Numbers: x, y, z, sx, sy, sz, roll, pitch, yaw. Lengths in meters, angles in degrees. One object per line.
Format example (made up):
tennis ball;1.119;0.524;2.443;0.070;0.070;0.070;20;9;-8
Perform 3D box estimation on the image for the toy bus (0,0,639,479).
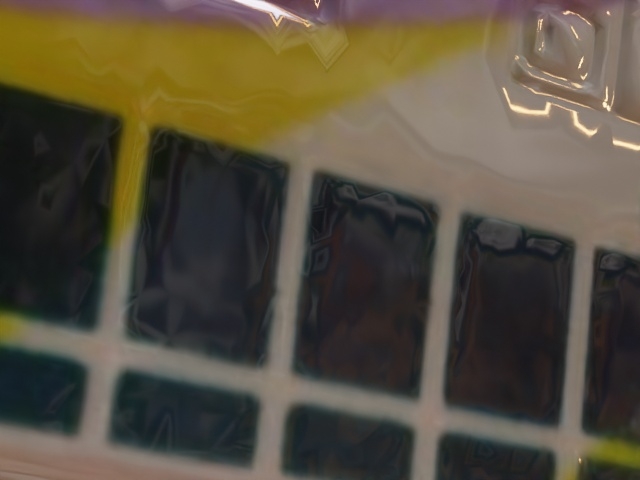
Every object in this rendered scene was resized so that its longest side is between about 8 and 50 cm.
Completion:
toy bus;0.000;0.000;0.570;0.209;0.440;0.249;-9;-110;55
